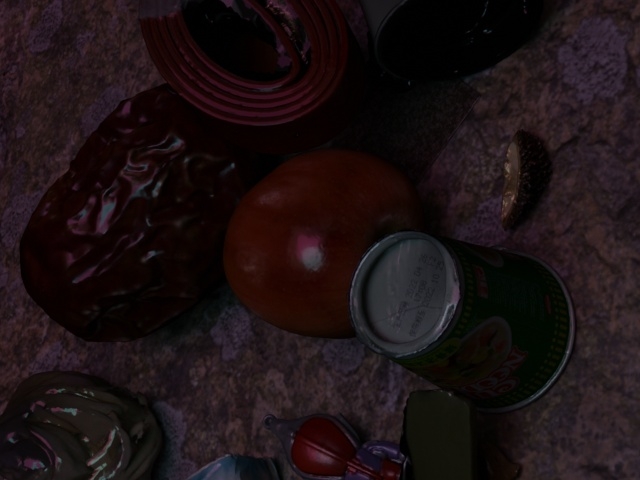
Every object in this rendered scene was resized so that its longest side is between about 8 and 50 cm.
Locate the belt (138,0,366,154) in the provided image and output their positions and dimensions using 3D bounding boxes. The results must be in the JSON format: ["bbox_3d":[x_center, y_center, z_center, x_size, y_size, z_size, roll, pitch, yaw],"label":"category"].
[{"bbox_3d":[-0.095,-0.249,1.592,0.324,0.115,0.227,40,86,21],"label":"belt"}]

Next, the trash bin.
[{"bbox_3d":[0.138,-0.367,1.606,0.277,0.217,0.262,-35,58,32],"label":"trash bin"}]

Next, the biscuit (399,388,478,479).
[{"bbox_3d":[0.138,0.326,1.472,0.099,0.038,0.322,5,98,34],"label":"biscuit"}]

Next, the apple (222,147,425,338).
[{"bbox_3d":[0.000,0.000,1.597,0.241,0.242,0.242,14,86,39],"label":"apple"}]

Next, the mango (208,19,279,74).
[{"bbox_3d":[-0.064,-0.248,1.754,0.236,0.166,0.136,-3,88,22],"label":"mango"}]

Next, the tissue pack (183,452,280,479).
[{"bbox_3d":[-0.117,0.434,1.633,0.201,0.124,0.271,-38,59,26],"label":"tissue pack"}]

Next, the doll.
[{"bbox_3d":[0.019,0.270,1.607,0.227,0.075,0.102,20,75,29],"label":"doll"}]

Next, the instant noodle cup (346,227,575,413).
[{"bbox_3d":[0.150,0.081,1.463,0.207,0.232,0.207,-12,70,34],"label":"instant noodle cup"}]

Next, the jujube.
[{"bbox_3d":[-0.238,-0.033,1.760,0.377,0.276,0.276,-40,57,17],"label":"jujube"}]

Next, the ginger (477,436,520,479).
[{"bbox_3d":[0.202,0.296,1.487,0.057,0.044,0.137,-29,58,47],"label":"ginger"}]

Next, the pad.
[{"bbox_3d":[0.095,-0.138,1.710,0.158,0.003,0.235,44,104,36],"label":"pad"}]

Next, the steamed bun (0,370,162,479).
[{"bbox_3d":[-0.378,0.325,1.803,0.268,0.207,0.280,15,88,38],"label":"steamed bun"}]

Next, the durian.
[{"bbox_3d":[0.241,-0.076,1.555,0.066,0.052,0.130,0,78,39],"label":"durian"}]
